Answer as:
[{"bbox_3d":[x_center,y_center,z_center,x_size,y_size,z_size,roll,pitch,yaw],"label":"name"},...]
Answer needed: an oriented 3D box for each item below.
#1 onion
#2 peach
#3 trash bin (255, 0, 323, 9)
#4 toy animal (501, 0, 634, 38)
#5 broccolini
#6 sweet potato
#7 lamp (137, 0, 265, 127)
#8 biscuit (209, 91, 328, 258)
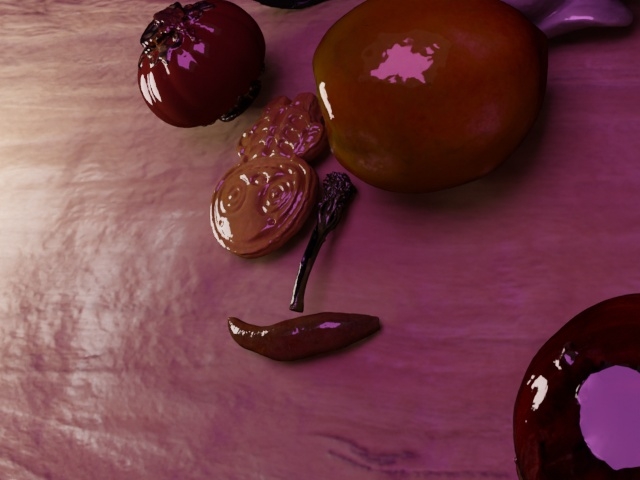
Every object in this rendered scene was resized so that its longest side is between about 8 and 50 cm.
[{"bbox_3d":[0.354,0.217,1.282,0.341,0.341,0.341,-13,59,23],"label":"onion"},{"bbox_3d":[0.155,-0.214,1.637,0.332,0.308,0.307,-15,58,10],"label":"peach"},{"bbox_3d":[-0.062,-0.560,1.994,0.252,0.203,0.301,130,141,-51],"label":"trash bin"},{"bbox_3d":[0.319,-0.391,1.708,0.265,0.206,0.271,-32,75,25],"label":"toy animal"},{"bbox_3d":[0.000,0.000,1.732,0.051,0.054,0.239,-37,29,56],"label":"broccolini"},{"bbox_3d":[-0.039,0.136,1.696,0.255,0.058,0.078,-5,46,30],"label":"sweet potato"},{"bbox_3d":[-0.197,-0.291,1.908,0.227,0.227,0.227,-13,59,23],"label":"lamp"},{"bbox_3d":[-0.077,-0.107,1.840,0.202,0.044,0.288,4,68,41],"label":"biscuit"}]
